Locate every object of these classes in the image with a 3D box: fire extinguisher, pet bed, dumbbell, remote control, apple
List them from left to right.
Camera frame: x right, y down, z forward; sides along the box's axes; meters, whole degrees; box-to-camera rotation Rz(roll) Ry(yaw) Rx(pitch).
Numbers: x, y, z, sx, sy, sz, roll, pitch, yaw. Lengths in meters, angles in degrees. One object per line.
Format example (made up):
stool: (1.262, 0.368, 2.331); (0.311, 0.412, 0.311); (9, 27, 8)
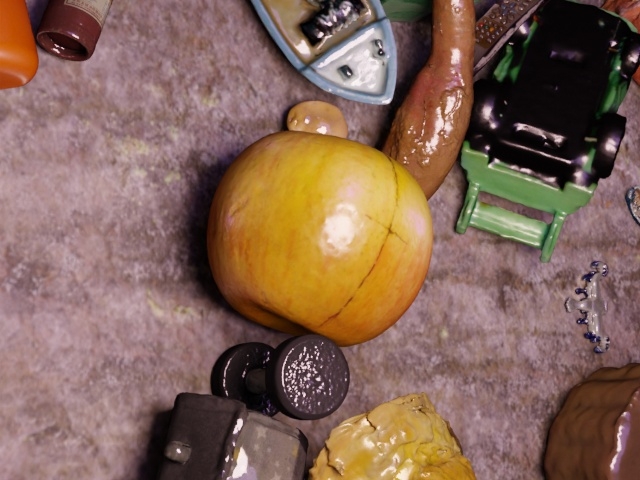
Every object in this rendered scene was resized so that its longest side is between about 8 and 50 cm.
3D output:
fire extinguisher: (-0.267, -0.324, 1.540); (0.099, 0.071, 0.231); (41, 57, -44)
pet bed: (-0.130, 0.294, 1.453); (0.159, 0.183, 0.210); (25, 71, -25)
dumbbell: (-0.050, 0.167, 1.508); (0.100, 0.191, 0.100); (4, 81, -27)
apple: (0.000, 0.000, 1.516); (0.286, 0.286, 0.233); (22, 81, -23)
remote control: (0.250, -0.300, 1.725); (0.212, 0.059, 0.028); (-45, 146, -20)

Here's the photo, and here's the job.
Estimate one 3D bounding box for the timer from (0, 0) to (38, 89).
timer: (-0.448, -0.296, 1.423); (0.250, 0.161, 0.257); (-11, 87, -44)

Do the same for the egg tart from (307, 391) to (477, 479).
egg tart: (0.105, 0.360, 1.518); (0.339, 0.153, 0.351); (19, 90, -55)

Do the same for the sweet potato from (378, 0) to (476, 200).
sweet potato: (0.152, -0.190, 1.650); (0.109, 0.109, 0.385); (10, 107, -26)

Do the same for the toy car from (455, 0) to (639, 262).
toy car: (0.316, -0.172, 1.762); (0.214, 0.176, 0.358); (17, 61, 9)

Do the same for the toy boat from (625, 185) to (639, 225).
toy boat: (0.492, -0.045, 1.913); (0.038, 0.038, 0.083); (-32, 97, -28)

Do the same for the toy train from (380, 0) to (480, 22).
toy train: (0.143, -0.421, 1.725); (0.202, 0.145, 0.265); (-2, 83, -25)

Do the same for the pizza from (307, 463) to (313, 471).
pizza: (0.043, 0.302, 1.632); (0.123, 0.026, 0.108); (-26, 98, -31)

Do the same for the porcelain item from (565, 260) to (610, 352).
porcelain item: (0.389, 0.096, 1.845); (0.075, 0.021, 0.136); (5, 80, -27)

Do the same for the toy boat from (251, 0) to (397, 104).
toy boat: (-0.009, -0.312, 1.612); (0.145, 0.133, 0.331); (-34, 98, -1)

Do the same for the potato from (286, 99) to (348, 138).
potato: (-0.005, -0.152, 1.655); (0.083, 0.062, 0.068); (21, 41, -47)

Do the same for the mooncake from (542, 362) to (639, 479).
mooncake: (0.468, 0.323, 1.763); (0.324, 0.187, 0.323); (3, 83, -27)

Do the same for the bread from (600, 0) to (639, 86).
bread: (0.541, -0.307, 1.930); (0.244, 0.123, 0.190); (24, 74, -21)
